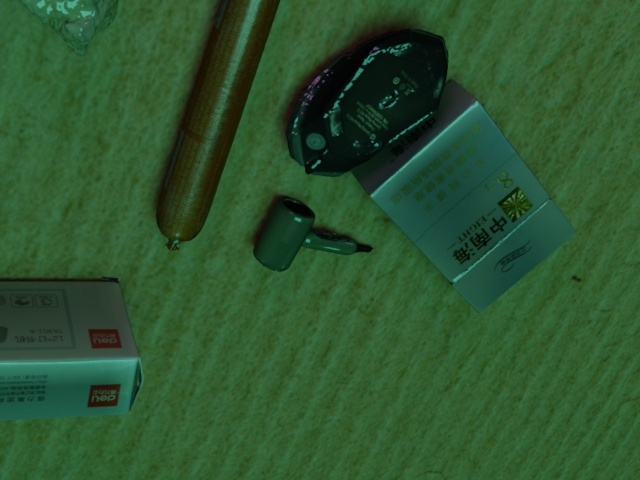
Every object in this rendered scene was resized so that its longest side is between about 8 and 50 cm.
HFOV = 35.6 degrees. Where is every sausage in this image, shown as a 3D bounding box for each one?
[{"bbox_3d":[-0.096,-0.140,0.958,0.053,0.053,0.347,9,117,-27],"label":"sausage"}]

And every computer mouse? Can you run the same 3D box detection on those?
[{"bbox_3d":[0.046,-0.145,1.010,0.192,0.062,0.106,-40,128,13],"label":"computer mouse"}]

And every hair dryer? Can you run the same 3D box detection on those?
[{"bbox_3d":[0.000,0.000,1.104,0.150,0.047,0.071,10,119,-39],"label":"hair dryer"}]

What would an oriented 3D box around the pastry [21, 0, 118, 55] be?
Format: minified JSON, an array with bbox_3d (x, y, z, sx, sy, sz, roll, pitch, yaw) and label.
[{"bbox_3d":[-0.189,-0.280,0.803,0.089,0.121,0.258,19,122,-3],"label":"pastry"}]

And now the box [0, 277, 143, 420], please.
[{"bbox_3d":[-0.318,0.105,0.978,0.270,0.135,0.079,1,123,-22],"label":"box"}]

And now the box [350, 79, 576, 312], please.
[{"bbox_3d":[0.165,-0.043,1.120,0.155,0.067,0.243,-41,126,8],"label":"box"}]
